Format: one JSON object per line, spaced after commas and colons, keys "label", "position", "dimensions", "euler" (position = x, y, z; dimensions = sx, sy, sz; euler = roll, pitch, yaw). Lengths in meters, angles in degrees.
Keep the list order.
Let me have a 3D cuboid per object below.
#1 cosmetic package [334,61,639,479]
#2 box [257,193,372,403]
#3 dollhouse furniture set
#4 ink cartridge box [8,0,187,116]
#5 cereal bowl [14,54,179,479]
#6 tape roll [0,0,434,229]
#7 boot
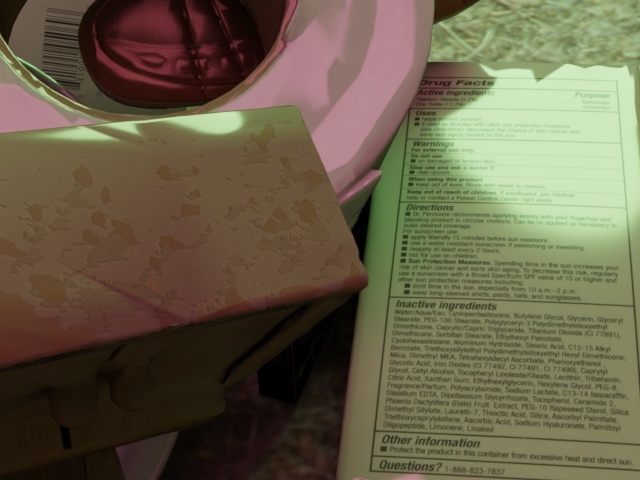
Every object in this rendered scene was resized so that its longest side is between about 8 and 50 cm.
{"label": "cosmetic package", "position": [0.104, 0.038, 0.655], "dimensions": [0.160, 0.113, 0.309], "euler": [3, 47, 9]}
{"label": "box", "position": [0.000, 0.000, 0.700], "dimensions": [0.029, 0.116, 0.162], "euler": [13, 50, 14]}
{"label": "dollhouse furniture set", "position": [-0.060, 0.194, 0.387], "dimensions": [0.362, 0.256, 0.394], "euler": [-11, 71, -36]}
{"label": "ink cartridge box", "position": [-0.255, -0.211, 0.791], "dimensions": [0.353, 0.207, 0.119], "euler": [7, 27, -11]}
{"label": "cereal bowl", "position": [-0.244, 0.054, 0.617], "dimensions": [0.339, 0.141, 0.339], "euler": [11, 63, -21]}
{"label": "tape roll", "position": [-0.090, -0.108, 0.582], "dimensions": [0.286, 0.100, 0.286], "euler": [3, 72, -9]}
{"label": "boot", "position": [-0.034, -0.125, 0.762], "dimensions": [0.262, 0.203, 0.095], "euler": [-22, 87, -18]}
